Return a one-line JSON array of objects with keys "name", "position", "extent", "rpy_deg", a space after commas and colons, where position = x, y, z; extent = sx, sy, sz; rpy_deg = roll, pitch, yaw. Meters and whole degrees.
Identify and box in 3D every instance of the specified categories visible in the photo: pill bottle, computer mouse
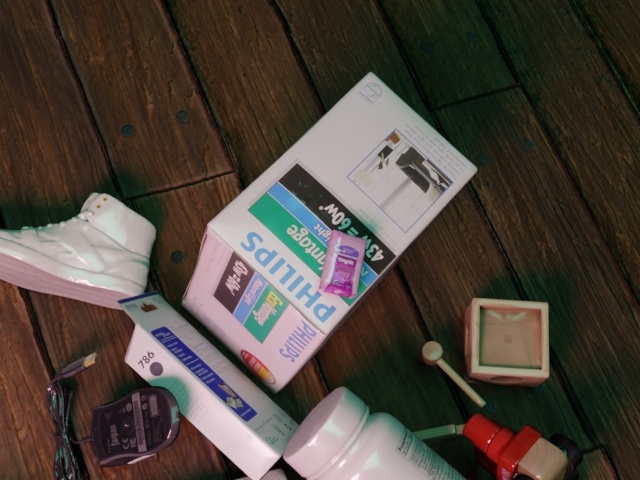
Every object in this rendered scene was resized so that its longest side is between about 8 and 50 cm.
[{"name": "pill bottle", "position": [0.095, 0.348, 1.481], "extent": [0.283, 0.160, 0.160], "rpy_deg": [41, 64, -5]}, {"name": "computer mouse", "position": [-0.298, 0.246, 1.528], "extent": [0.060, 0.262, 0.184], "rpy_deg": [15, 54, -53]}]

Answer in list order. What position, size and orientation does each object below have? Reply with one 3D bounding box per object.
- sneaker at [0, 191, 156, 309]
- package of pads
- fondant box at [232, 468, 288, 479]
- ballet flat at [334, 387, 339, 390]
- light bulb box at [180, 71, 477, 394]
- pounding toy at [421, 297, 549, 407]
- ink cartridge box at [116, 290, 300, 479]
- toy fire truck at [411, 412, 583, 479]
[{"name": "sneaker", "position": [-0.409, -0.006, 1.659], "extent": [0.292, 0.108, 0.169], "rpy_deg": [18, 62, -15]}, {"name": "package of pads", "position": [0.030, 0.031, 1.380], "extent": [0.050, 0.032, 0.083], "rpy_deg": [16, 68, -8]}, {"name": "fondant box", "position": [-0.170, 0.463, 1.440], "extent": [0.330, 0.096, 0.238], "rpy_deg": [-10, 32, -17]}, {"name": "ballet flat", "position": [0.072, 0.329, 1.630], "extent": [0.068, 0.072, 0.213], "rpy_deg": [-34, 78, -19]}, {"name": "light bulb box", "position": [0.000, 0.000, 1.596], "extent": [0.225, 0.358, 0.361], "rpy_deg": [43, 65, 5]}, {"name": "pounding toy", "position": [0.266, 0.195, 1.724], "extent": [0.206, 0.094, 0.181], "rpy_deg": [4, 71, -1]}, {"name": "ink cartridge box", "position": [-0.178, 0.214, 1.574], "extent": [0.332, 0.165, 0.065], "rpy_deg": [43, 101, 8]}, {"name": "toy fire truck", "position": [0.248, 0.349, 1.598], "extent": [0.246, 0.217, 0.158], "rpy_deg": [34, 63, 28]}]
